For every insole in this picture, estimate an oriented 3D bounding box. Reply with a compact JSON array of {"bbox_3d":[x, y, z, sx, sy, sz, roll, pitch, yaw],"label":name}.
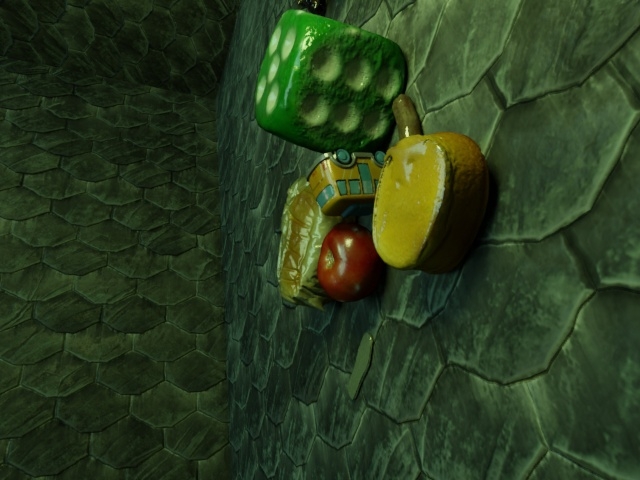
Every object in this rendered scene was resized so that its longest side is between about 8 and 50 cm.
[{"bbox_3d":[0.102,0.321,1.144,0.063,0.010,0.192,-126,46,-58],"label":"insole"}]

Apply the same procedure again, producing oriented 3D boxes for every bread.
[{"bbox_3d":[0.198,-0.065,0.828,0.195,0.142,0.270,38,123,50],"label":"bread"},{"bbox_3d":[-0.007,-0.005,1.292,0.236,0.183,0.389,26,103,50],"label":"bread"}]

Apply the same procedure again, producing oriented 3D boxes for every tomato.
[{"bbox_3d":[0.075,0.055,1.103,0.195,0.135,0.195,-29,58,60],"label":"tomato"}]

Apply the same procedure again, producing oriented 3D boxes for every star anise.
[{"bbox_3d":[-0.025,-0.880,1.545,0.283,0.129,0.213,-121,47,-67],"label":"star anise"}]

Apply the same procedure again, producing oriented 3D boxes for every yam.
[{"bbox_3d":[0.199,-0.214,0.979,0.057,0.056,0.242,132,135,-55],"label":"yam"}]

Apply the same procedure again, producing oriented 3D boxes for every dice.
[{"bbox_3d":[0.017,-0.385,1.126,0.300,0.296,0.287,56,132,56],"label":"dice"}]

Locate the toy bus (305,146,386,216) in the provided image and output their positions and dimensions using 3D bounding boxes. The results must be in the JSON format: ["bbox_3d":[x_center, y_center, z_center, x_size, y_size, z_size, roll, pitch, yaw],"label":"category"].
[{"bbox_3d":[0.083,-0.126,1.045,0.126,0.209,0.136,-43,56,56],"label":"toy bus"}]
